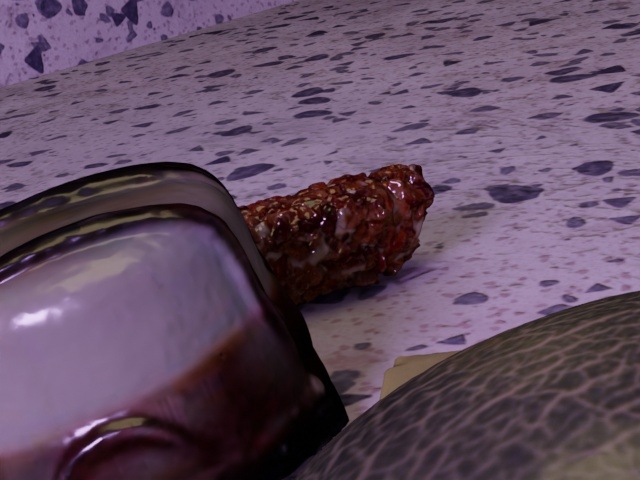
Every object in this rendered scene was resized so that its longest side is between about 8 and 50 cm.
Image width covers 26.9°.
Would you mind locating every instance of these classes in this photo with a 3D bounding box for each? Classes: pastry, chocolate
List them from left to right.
[{"bbox_3d":[-0.135,0.054,0.873,0.283,0.186,0.283,-8,17,3],"label":"chocolate"},{"bbox_3d":[-0.001,-0.001,1.128,0.208,0.097,0.115,-19,25,-24],"label":"pastry"}]

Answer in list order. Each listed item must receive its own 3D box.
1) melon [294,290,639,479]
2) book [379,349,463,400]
[{"bbox_3d":[0.119,0.129,0.394,0.301,0.237,0.237,-14,17,-14],"label":"melon"},{"bbox_3d":[0.131,0.103,0.857,0.192,0.013,0.168,-7,17,11],"label":"book"}]
